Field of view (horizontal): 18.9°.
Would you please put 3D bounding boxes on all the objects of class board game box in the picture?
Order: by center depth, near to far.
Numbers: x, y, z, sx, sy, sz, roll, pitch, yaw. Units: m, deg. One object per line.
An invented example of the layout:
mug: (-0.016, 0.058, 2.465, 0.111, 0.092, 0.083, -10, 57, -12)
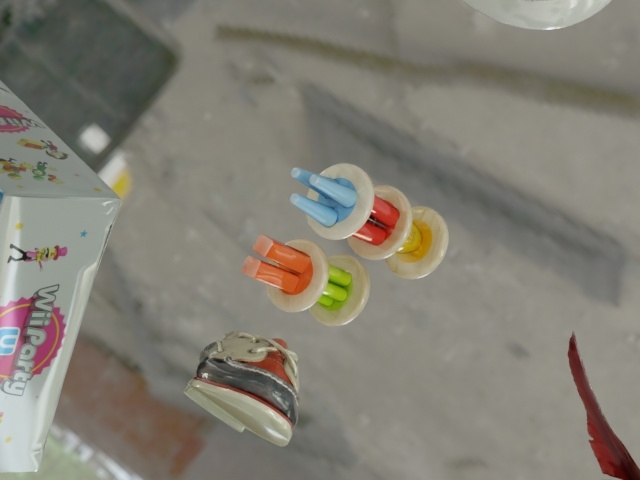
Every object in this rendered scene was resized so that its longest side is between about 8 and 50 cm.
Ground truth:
board game box: (-0.282, 0.000, 1.421, 0.303, 0.097, 0.224, 39, 118, 45)

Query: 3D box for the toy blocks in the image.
toy blocks: (0.000, 0.000, 1.288, 0.148, 0.123, 0.054, 26, -142, -52)

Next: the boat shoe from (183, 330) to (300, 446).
boat shoe: (-0.030, 0.061, 0.853, 0.049, 0.043, 0.137, 38, 171, -6)

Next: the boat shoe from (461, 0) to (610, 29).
boat shoe: (0.030, -0.218, 0.927, 0.302, 0.114, 0.091, 34, 149, 25)

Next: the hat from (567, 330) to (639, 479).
hat: (0.251, 0.210, 1.362, 0.208, 0.173, 0.183, 15, 119, -12)
